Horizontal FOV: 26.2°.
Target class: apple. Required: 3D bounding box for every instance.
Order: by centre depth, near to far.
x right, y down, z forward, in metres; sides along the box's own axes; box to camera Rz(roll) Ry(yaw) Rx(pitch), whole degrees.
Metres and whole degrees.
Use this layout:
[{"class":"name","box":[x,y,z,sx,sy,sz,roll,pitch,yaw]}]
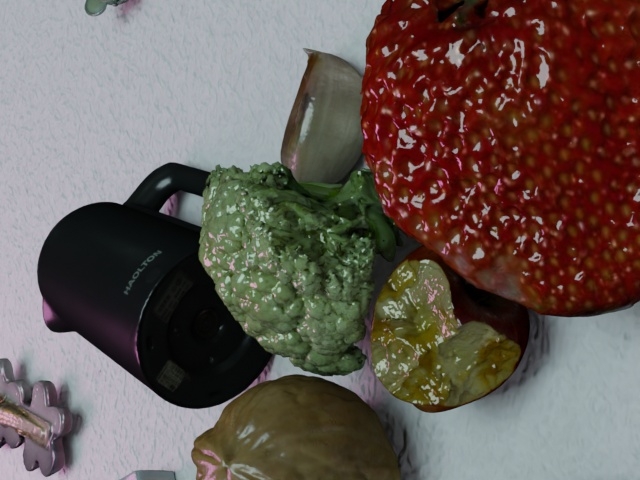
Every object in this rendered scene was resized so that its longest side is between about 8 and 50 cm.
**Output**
[{"class":"apple","box":[0.126,0.088,1.389,0.156,0.147,0.158,40,126,1]}]

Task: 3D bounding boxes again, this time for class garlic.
[{"class":"garlic","box":[-0.005,-0.121,1.627,0.128,0.091,0.198,37,118,61]}]

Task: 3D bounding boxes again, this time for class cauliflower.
[{"class":"cauliflower","box":[0.000,0.000,1.484,0.250,0.272,0.275,-33,54,-6]}]

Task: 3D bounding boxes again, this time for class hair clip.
[{"class":"hair clip","box":[-0.448,0.263,2.047,0.257,0.075,0.146,14,96,42]}]

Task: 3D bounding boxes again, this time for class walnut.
[{"class":"walnut","box":[-0.032,0.253,1.474,0.228,0.228,0.227,-11,76,46]}]

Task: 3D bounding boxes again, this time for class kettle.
[{"class":"kettle","box":[-0.207,0.037,1.726,0.308,0.203,0.262,23,102,50]}]

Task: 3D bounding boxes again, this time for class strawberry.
[{"class":"strawberry","box":[0.201,-0.095,1.261,0.312,0.267,0.351,-22,82,12]}]

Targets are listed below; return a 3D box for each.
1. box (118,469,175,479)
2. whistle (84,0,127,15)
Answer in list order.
[{"class":"box","box":[-0.238,0.437,1.783,0.155,0.067,0.242,-34,59,41]},{"class":"whistle","box":[-0.319,-0.438,2.022,0.114,0.077,0.235,-27,59,20]}]
